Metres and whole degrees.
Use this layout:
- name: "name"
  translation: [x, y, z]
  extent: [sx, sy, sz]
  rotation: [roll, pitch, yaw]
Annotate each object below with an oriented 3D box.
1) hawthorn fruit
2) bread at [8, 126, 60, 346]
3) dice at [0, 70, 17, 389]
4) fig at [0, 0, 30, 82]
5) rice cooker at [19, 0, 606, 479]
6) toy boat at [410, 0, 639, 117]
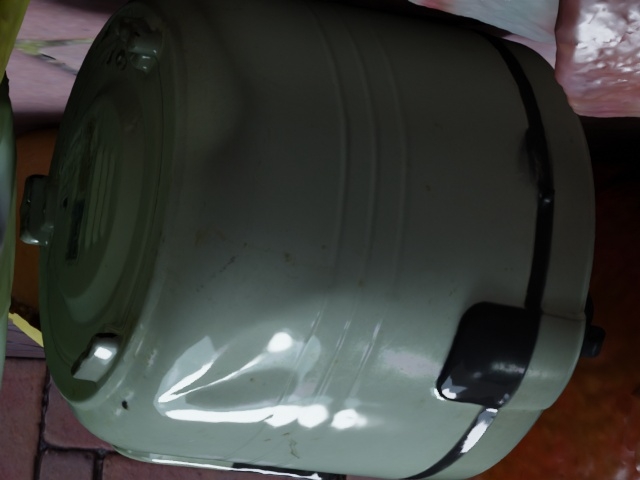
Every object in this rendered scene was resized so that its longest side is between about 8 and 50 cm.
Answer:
- name: "hawthorn fruit"
  translation: [0.191, 0.079, 1.092]
  extent: [0.295, 0.295, 0.311]
  rotation: [8, 129, -24]
- name: "bread"
  translation: [-0.134, 0.008, 1.211]
  extent: [0.262, 0.162, 0.204]
  rotation: [27, -173, 33]
- name: "dice"
  translation: [-0.269, 0.033, 0.801]
  extent: [0.254, 0.252, 0.250]
  rotation: [7, -149, -5]
- name: "fig"
  translation: [-0.146, -0.078, 0.650]
  extent: [0.231, 0.143, 0.160]
  rotation: [1, -154, -32]
- name: "rice cooker"
  translation: [0.000, 0.000, 0.840]
  extent: [0.244, 0.226, 0.226]
  rotation: [5, 173, -23]
- name: "toy boat"
  translation: [0.014, -0.107, 0.591]
  extent: [0.282, 0.096, 0.206]
  rotation: [14, -173, 0]
